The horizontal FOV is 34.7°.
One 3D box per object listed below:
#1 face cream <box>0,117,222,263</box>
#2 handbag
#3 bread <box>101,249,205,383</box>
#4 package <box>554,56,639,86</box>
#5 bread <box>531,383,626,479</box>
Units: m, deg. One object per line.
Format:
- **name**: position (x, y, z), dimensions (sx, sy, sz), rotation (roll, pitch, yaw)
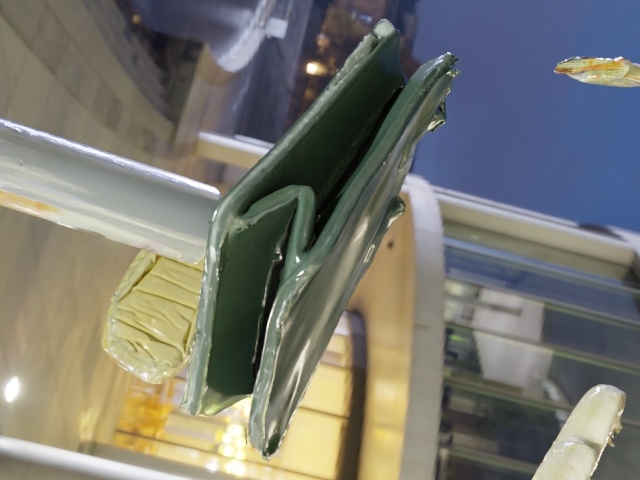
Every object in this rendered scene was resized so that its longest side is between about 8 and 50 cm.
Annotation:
- **face cream**: position (-0.220, -0.052, 0.862), dimensions (0.107, 0.269, 0.073), rotation (-7, -113, 63)
- **handbag**: position (0.001, 0.001, 0.754), dimensions (0.260, 0.079, 0.247), rotation (-53, 166, -39)
- **bread**: position (-0.202, 0.081, 1.379), dimensions (0.236, 0.140, 0.106), rotation (-62, -175, -34)
- **package**: position (0.381, -0.218, 1.324), dimensions (0.108, 0.120, 0.031), rotation (10, -84, 48)
- **bread**: position (0.221, 0.282, 1.006), dimensions (0.316, 0.054, 0.316), rotation (-52, 157, -33)
